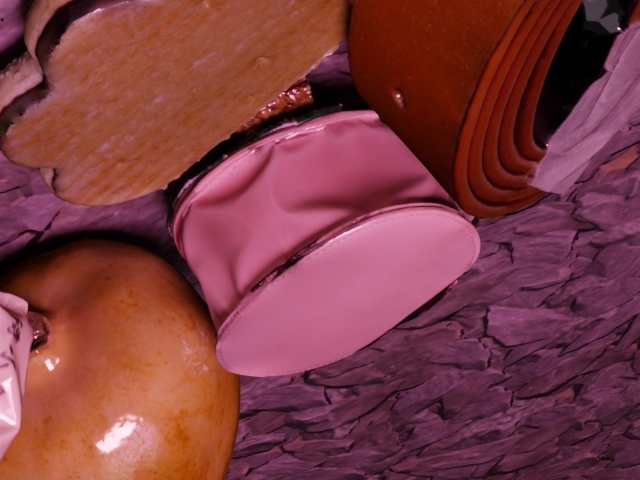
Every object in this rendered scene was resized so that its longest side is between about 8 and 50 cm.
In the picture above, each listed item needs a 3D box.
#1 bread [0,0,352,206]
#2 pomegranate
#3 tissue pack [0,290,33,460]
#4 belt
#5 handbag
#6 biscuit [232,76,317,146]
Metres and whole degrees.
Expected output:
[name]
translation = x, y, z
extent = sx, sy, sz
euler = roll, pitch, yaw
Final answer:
[bread]
translation = -0.089, -0.121, 1.163
extent = 0.286, 0.056, 0.207
euler = -37, 151, 22
[pomegranate]
translation = -0.159, 0.110, 1.386
extent = 0.233, 0.233, 0.233
euler = -17, 154, -9
[tissue pack]
translation = -0.356, 0.211, 1.201
extent = 0.195, 0.375, 0.390
euler = 40, 141, -13
[belt]
translation = 0.131, -0.152, 1.155
extent = 0.217, 0.122, 0.338
euler = -29, 156, -25
[handbag]
translation = -0.001, -0.001, 1.311
extent = 0.205, 0.116, 0.179
euler = -38, 150, 28
[biscuit]
translation = -0.028, -0.058, 1.355
extent = 0.064, 0.034, 0.199
euler = -20, 154, -5
